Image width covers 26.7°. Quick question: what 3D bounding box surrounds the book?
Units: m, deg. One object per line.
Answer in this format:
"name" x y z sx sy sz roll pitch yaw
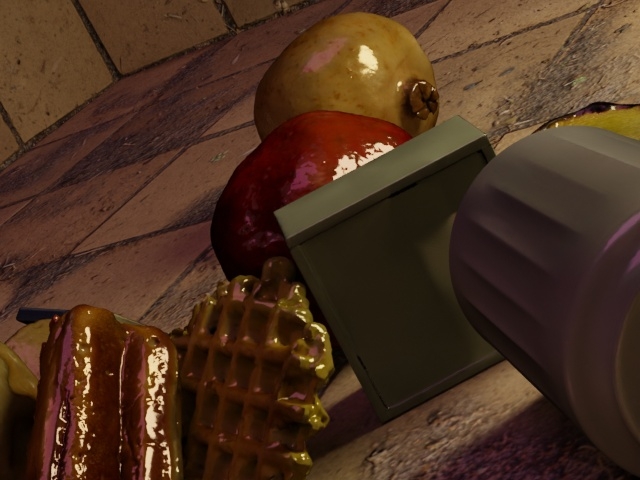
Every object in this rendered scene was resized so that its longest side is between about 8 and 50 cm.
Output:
"book" -0.255 0.128 1.741 0.269 0.191 0.025 -1 68 54

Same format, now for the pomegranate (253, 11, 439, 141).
"pomegranate" 0.039 -0.208 2.076 0.307 0.307 0.307 -25 18 9

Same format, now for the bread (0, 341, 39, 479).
"bread" -0.336 0.251 1.409 0.238 0.252 0.196 -17 25 44

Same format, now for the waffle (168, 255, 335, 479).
"waffle" -0.098 0.176 1.352 0.312 0.060 0.307 -40 42 37

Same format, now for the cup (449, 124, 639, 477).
"cup" 0.303 0.044 1.111 0.322 0.237 0.327 0 12 -13

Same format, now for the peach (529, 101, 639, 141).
"peach" 0.353 -0.107 1.651 0.189 0.068 0.279 -17 18 9

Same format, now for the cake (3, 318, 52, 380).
"cake" -0.310 0.211 1.631 0.185 0.178 0.208 -52 -12 -28

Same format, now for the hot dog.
"hot dog" -0.212 0.221 1.287 0.117 0.158 0.349 -49 34 39

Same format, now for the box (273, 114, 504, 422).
"box" 0.102 0.027 1.394 0.225 0.225 0.117 -28 18 0

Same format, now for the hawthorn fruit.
"hawthorn fruit" 0.000 0.000 1.573 0.265 0.265 0.307 -17 28 31
